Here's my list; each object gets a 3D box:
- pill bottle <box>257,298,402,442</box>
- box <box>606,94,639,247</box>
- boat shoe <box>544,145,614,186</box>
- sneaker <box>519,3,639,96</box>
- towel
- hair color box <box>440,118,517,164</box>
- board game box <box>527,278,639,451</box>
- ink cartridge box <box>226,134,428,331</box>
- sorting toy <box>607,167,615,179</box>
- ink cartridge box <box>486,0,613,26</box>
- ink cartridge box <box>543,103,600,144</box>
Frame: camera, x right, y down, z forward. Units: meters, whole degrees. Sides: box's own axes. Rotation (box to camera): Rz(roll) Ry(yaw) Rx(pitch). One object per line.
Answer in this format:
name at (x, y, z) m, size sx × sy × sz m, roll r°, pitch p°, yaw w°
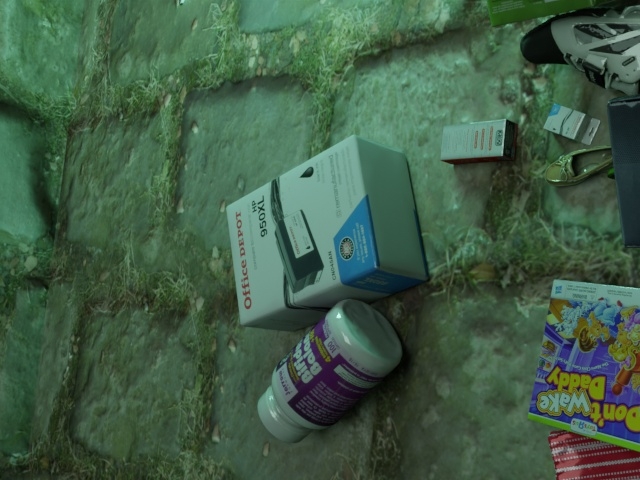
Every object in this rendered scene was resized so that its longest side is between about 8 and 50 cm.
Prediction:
pill bottle at (0.008, 0.268, 1.687) m, size 0.301 × 0.169 × 0.169 m, roll -48°, pitch 52°, yaw 26°
box at (0.534, -0.107, 1.256) m, size 0.183 × 0.059 × 0.232 m, roll -1°, pitch 105°, yaw 38°
boat shoe at (0.443, -0.129, 1.430) m, size 0.153 × 0.048 × 0.056 m, roll -10°, pitch 74°, yaw 43°
sneaker at (0.475, -0.298, 1.380) m, size 0.331 × 0.122 × 0.146 m, roll 1°, pitch 86°, yaw 41°
towel at (0.459, 0.425, 1.313) m, size 0.199 × 0.031 × 0.274 m, roll -19°, pitch 68°, yaw 40°
hair color box at (0.296, -0.183, 1.589) m, size 0.141 × 0.043 × 0.072 m, roll 2°, pitch 83°, yaw 46°
board game box at (0.482, 0.191, 1.249) m, size 0.347 × 0.078 × 0.233 m, roll 4°, pitch 81°, yaw 56°
ink cartridge box at (0.000, 0.000, 1.753) m, size 0.395 × 0.166 × 0.285 m, roll -26°, pitch 64°, yaw 39°
sorting toy at (0.511, -0.123, 1.355) m, size 0.102 × 0.061 × 0.042 m, roll -3°, pitch 78°, yaw 21°
ink cartridge box at (0.422, -0.435, 1.411) m, size 0.189 × 0.255 × 0.097 m, roll 1°, pitch 108°, yaw 45°
ink cartridge box at (0.435, -0.201, 1.467) m, size 0.083 × 0.028 × 0.048 m, roll 31°, pitch 103°, yaw 43°
